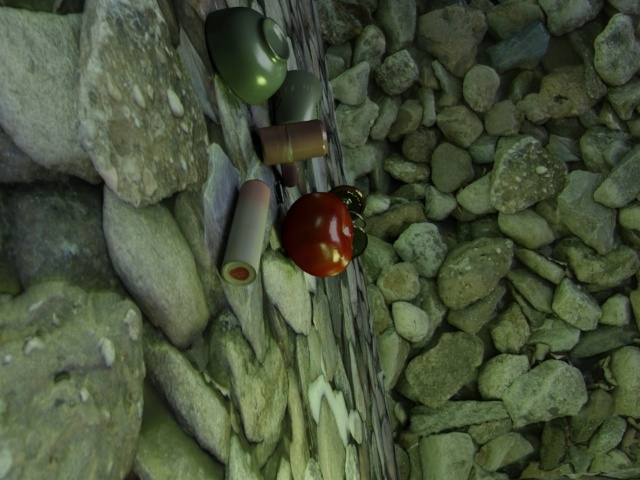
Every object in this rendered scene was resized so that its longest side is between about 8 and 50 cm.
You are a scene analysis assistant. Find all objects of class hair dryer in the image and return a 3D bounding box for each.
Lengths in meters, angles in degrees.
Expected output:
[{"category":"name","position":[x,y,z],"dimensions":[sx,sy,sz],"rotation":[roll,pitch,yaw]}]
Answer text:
[{"category":"hair dryer","position":[-0.089,-0.281,1.843],"dimensions":[0.352,0.210,0.125],"rotation":[91,-12,-70]}]

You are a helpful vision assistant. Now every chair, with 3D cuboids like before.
[{"category":"chair","position":[0.110,-0.108,2.554],"dimensions":[0.401,0.226,0.227],"rotation":[-87,162,-54]}]

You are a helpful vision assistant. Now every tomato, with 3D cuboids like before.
[{"category":"tomato","position":[-0.014,-0.020,1.839],"dimensions":[0.298,0.226,0.299],"rotation":[-6,90,-73]}]

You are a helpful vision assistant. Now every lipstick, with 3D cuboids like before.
[{"category":"lipstick","position":[-0.184,-0.029,1.354],"dimensions":[0.327,0.087,0.087],"rotation":[-87,163,-49]}]

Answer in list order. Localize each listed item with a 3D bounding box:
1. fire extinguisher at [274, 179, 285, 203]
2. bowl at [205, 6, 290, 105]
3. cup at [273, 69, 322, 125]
[{"category":"fire extinguisher","position":[-0.144,-0.171,1.851],"dimensions":[0.038,0.025,0.083],"rotation":[-4,83,-55]},{"category":"bowl","position":[-0.181,-0.549,1.536],"dimensions":[0.289,0.146,0.289],"rotation":[40,42,-49]},{"category":"cup","position":[-0.099,-0.482,2.065],"dimensions":[0.258,0.186,0.234],"rotation":[118,-21,-62]}]
